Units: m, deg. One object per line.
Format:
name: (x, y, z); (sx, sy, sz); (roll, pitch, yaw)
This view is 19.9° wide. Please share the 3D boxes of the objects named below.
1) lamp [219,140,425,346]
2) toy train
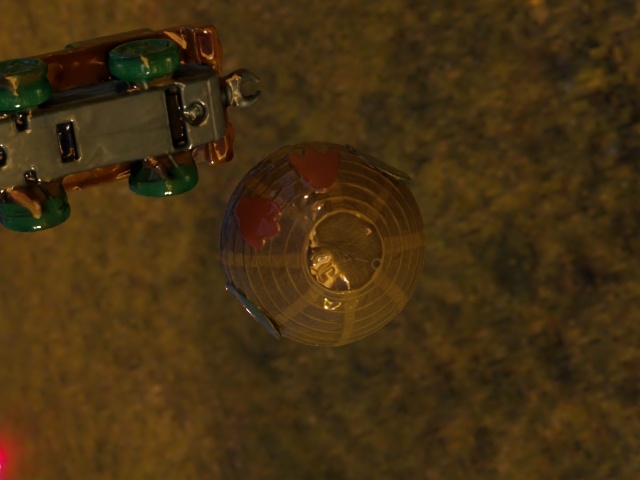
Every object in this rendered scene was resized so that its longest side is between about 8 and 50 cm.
lamp: (0.000, 0.000, 2.193); (0.284, 0.250, 0.250); (-158, 51, -79)
toy train: (-0.284, -0.146, 2.100); (0.249, 0.429, 0.178); (-142, 42, -63)
